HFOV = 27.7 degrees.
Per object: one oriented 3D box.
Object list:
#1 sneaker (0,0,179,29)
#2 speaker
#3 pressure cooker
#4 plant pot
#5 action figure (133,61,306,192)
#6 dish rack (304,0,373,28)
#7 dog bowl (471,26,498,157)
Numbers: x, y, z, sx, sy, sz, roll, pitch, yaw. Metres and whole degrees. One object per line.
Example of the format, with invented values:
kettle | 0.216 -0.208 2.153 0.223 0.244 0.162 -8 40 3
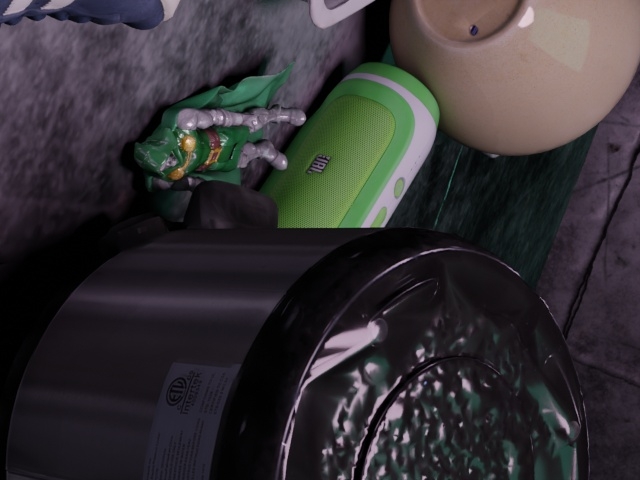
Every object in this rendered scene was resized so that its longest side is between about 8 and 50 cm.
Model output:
sneaker | -0.198 -0.145 0.670 0.148 0.131 0.350 -60 157 4
speaker | 0.011 -0.044 1.350 0.296 0.131 0.131 -58 160 -24
pressure cooker | -0.052 0.163 1.011 0.370 0.420 0.376 -45 119 -36
plant pot | 0.190 -0.245 1.390 0.191 0.284 0.284 14 99 -66
action figure | -0.092 -0.083 1.136 0.232 0.063 0.137 -21 135 -61
dish rack | 0.052 -0.378 1.152 0.285 0.072 0.333 -41 149 -52
dog bowl | 0.264 -0.251 1.788 0.265 0.104 0.265 -54 168 -18
